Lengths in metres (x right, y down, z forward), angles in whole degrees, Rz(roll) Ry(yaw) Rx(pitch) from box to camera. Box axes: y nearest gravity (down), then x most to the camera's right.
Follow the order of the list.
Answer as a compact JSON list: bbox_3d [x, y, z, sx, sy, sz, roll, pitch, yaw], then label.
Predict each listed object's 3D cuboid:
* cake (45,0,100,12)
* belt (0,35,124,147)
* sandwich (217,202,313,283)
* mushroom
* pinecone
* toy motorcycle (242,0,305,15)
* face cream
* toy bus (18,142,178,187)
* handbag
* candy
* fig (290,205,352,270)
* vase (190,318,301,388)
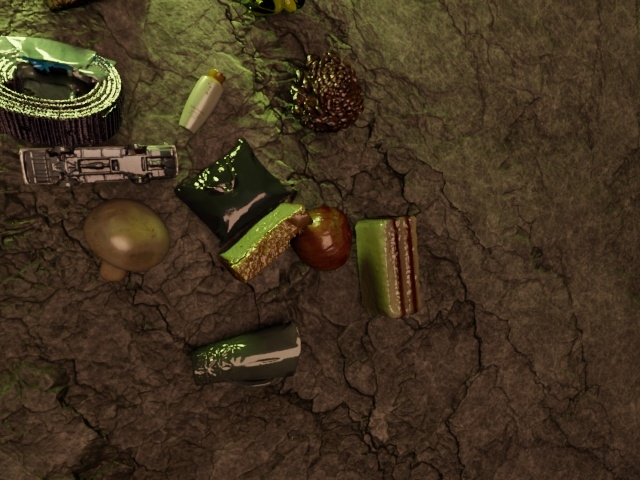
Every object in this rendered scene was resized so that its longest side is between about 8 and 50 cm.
[{"bbox_3d":[-0.570,-0.639,1.103,0.246,0.135,0.112,-46,127,-42],"label":"cake"},{"bbox_3d":[-0.619,-0.341,1.028,0.325,0.122,0.260,11,57,-14],"label":"belt"},{"bbox_3d":[-0.160,-0.003,1.244,0.251,0.226,0.087,-42,106,-14],"label":"sandwich"},{"bbox_3d":[-0.489,-0.005,1.151,0.207,0.209,0.206,10,62,-20],"label":"mushroom"},{"bbox_3d":[0.009,-0.401,1.284,0.222,0.221,0.221,-3,97,-22],"label":"pinecone"},{"bbox_3d":[-0.192,-0.730,1.195,0.342,0.142,0.206,43,42,-20],"label":"toy motorcycle"},{"bbox_3d":[-0.320,-0.379,1.229,0.072,0.051,0.182,30,84,-19],"label":"face cream"},{"bbox_3d":[-0.534,-0.188,1.116,0.343,0.138,0.097,-6,104,-20],"label":"toy bus"},{"bbox_3d":[-0.244,-0.137,1.254,0.254,0.089,0.211,-39,89,-11],"label":"handbag"},{"bbox_3d":[0.212,0.079,1.433,0.135,0.179,0.320,-8,100,-23],"label":"candy"},{"bbox_3d":[0.000,0.000,1.343,0.205,0.205,0.205,-3,97,-22],"label":"fig"},{"bbox_3d":[-0.216,0.349,1.319,0.301,0.156,0.250,-7,124,-16],"label":"vase"}]
